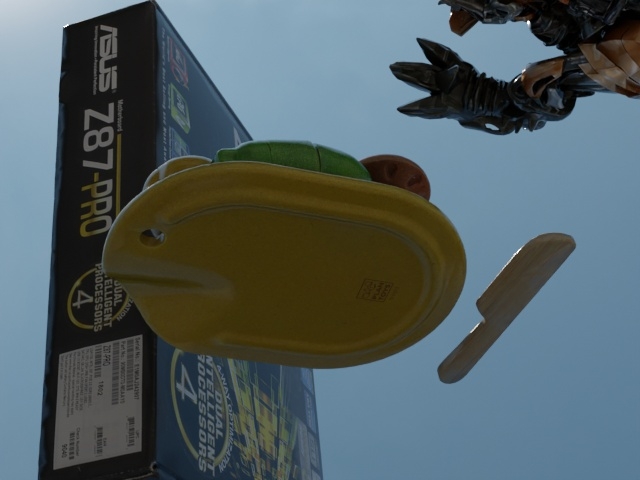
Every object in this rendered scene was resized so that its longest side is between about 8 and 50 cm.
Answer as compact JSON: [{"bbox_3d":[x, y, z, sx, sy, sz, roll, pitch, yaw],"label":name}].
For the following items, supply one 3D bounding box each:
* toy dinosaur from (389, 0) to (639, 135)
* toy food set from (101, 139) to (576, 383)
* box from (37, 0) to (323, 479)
[{"bbox_3d":[0.162,-0.134,0.684,0.164,0.218,0.322,-43,-69,-21],"label":"toy dinosaur"},{"bbox_3d":[0.000,0.000,0.566,0.218,0.128,0.071,11,-139,-17],"label":"toy food set"},{"bbox_3d":[-0.100,0.058,0.894,0.097,0.318,0.395,-14,-124,13],"label":"box"}]
